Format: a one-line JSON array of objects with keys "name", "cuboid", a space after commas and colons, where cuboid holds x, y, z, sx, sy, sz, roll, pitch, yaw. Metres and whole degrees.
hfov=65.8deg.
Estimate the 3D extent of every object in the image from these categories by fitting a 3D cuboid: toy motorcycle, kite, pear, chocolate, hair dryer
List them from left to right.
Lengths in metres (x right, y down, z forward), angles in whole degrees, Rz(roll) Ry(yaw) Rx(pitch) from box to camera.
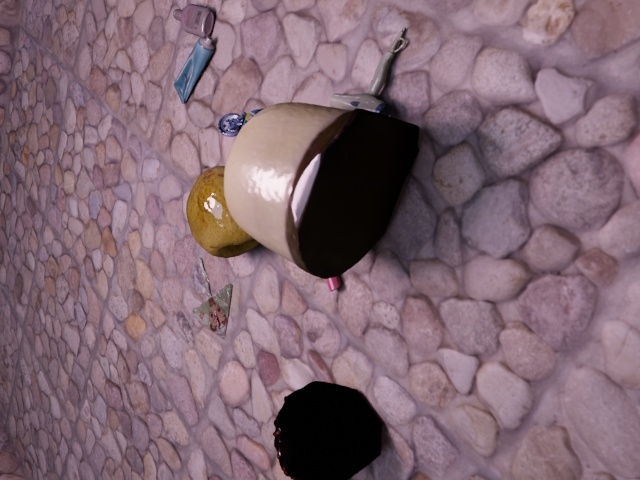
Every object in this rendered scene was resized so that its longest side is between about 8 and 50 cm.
[{"name": "kite", "cuboid": [-0.323, 0.169, 1.442, 0.229, 0.012, 0.250, -31, 71, 37]}, {"name": "pear", "cuboid": [-0.231, -0.074, 1.224, 0.228, 0.188, 0.212, -36, 73, 51]}, {"name": "toy motorcycle", "cuboid": [-0.134, -0.236, 1.189, 0.135, 0.092, 0.254, -37, 70, -11]}, {"name": "chocolate", "cuboid": [-0.029, -0.128, 0.946, 0.297, 0.314, 0.326, 34, 116, 26]}, {"name": "chocolate", "cuboid": [-0.008, 0.442, 1.081, 0.206, 0.224, 0.177, 51, 146, 26]}, {"name": "hair dryer", "cuboid": [0.092, -0.335, 1.028, 0.167, 0.067, 0.200, 13, 90, 46]}]

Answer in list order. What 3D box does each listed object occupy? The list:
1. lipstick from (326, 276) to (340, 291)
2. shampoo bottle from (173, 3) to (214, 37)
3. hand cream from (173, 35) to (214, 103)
[{"name": "lipstick", "cuboid": [0.000, 0.000, 1.120, 0.053, 0.053, 0.235, -24, 78, 40]}, {"name": "shampoo bottle", "cuboid": [-0.365, -0.631, 1.412, 0.165, 0.040, 0.080, 31, 113, 36]}, {"name": "hand cream", "cuboid": [-0.367, -0.497, 1.425, 0.224, 0.048, 0.083, -43, 68, 40]}]
